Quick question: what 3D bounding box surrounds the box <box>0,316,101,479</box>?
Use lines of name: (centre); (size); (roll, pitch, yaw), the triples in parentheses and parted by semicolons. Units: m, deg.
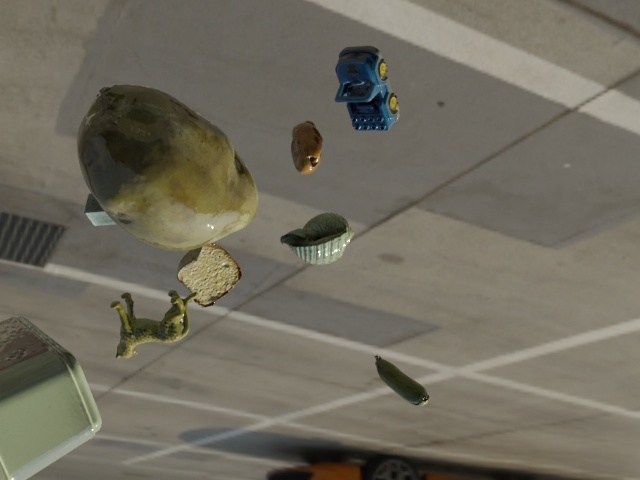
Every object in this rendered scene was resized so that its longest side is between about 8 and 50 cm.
box: (-0.436, 0.215, 1.143); (0.182, 0.175, 0.312); (-26, -159, -29)

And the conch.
conch: (0.004, 0.005, 1.804); (0.153, 0.102, 0.135); (-31, -160, -15)

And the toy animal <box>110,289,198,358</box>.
toy animal: (-0.329, 0.171, 1.678); (0.182, 0.136, 0.073); (-6, -161, -2)

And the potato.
potato: (-0.259, -0.112, 1.406); (0.221, 0.243, 0.326); (-12, 152, 36)

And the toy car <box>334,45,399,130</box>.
toy car: (0.091, -0.302, 1.745); (0.097, 0.100, 0.191); (5, 133, 32)

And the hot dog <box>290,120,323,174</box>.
hot dog: (-0.026, -0.186, 1.642); (0.060, 0.140, 0.089); (-1, 117, -16)

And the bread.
bread: (-0.248, 0.071, 1.832); (0.129, 0.126, 0.044); (54, 165, -31)

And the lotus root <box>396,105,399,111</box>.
lotus root: (0.133, -0.293, 1.883); (0.073, 0.062, 0.150); (-50, 149, 19)

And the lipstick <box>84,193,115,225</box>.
lipstick: (-0.448, -0.093, 2.165); (0.318, 0.066, 0.068); (-5, 146, 12)

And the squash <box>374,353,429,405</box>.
squash: (0.177, 0.317, 1.897); (0.052, 0.052, 0.183); (28, -174, -45)
